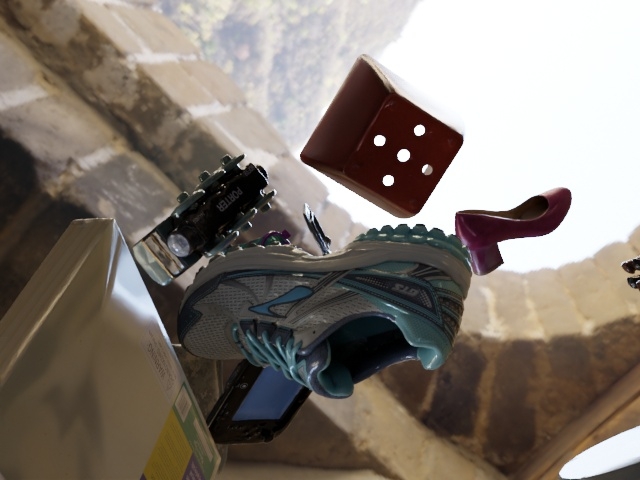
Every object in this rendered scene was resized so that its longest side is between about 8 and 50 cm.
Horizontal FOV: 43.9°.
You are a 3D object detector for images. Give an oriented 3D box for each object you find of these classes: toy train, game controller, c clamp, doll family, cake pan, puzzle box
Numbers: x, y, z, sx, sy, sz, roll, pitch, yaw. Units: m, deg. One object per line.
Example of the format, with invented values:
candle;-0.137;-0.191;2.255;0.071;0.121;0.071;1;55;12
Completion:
toy train;-0.221;-0.046;1.542;0.190;0.142;0.334;-33;-168;34
game controller;-0.076;0.235;1.334;0.166;0.067;0.319;1;130;-43
c clamp;0.000;0.000;1.449;0.022;0.137;0.161;-30;-161;7
doll family;0.521;0.038;1.223;0.111;0.076;0.193;-31;163;7
cake pan;0.474;0.319;1.153;0.293;0.054;0.293;-23;169;-5
puzzle box;-0.219;0.218;0.826;0.052;0.409;0.272;-1;-141;16

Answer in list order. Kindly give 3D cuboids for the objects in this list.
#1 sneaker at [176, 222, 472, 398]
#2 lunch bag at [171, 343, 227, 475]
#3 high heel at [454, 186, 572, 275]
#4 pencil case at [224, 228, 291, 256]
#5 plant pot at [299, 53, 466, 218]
sneaker;-0.014;0.070;0.665;0.282;0.110;0.122;-15;-137;28
lunch bag;-0.321;0.362;1.630;0.168;0.287;0.235;-17;163;37
high heel;0.317;-0.053;1.299;0.244;0.117;0.082;-33;-154;-17
pencil case;-0.107;0.026;1.329;0.151;0.064;0.070;-17;-149;56
plant pot;0.143;-0.191;1.614;0.267;0.267;0.236;-58;-166;11
